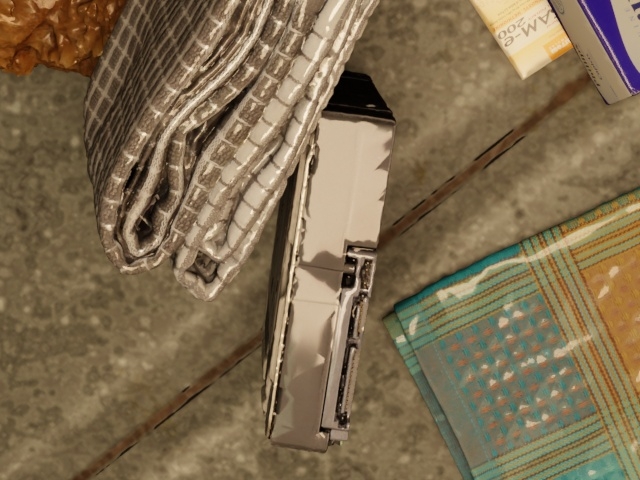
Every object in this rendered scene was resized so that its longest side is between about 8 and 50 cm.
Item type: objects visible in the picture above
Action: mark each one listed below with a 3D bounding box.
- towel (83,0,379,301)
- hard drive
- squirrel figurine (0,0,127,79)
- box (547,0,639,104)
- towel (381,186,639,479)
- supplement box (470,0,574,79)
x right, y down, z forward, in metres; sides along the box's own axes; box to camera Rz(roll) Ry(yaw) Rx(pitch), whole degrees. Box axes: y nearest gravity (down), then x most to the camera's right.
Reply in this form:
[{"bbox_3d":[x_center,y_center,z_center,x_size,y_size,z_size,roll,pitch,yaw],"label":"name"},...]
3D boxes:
[{"bbox_3d":[-0.067,-0.133,1.212,0.121,0.235,0.284,23,107,-18],"label":"towel"},{"bbox_3d":[0.000,0.000,1.345,0.064,0.339,0.237,8,101,-4],"label":"hard drive"},{"bbox_3d":[-0.149,-0.299,1.382,0.370,0.281,0.397,-7,122,-8],"label":"squirrel figurine"},{"bbox_3d":[0.260,-0.195,1.404,0.137,0.072,0.126,-31,95,-8],"label":"box"},{"bbox_3d":[0.269,0.100,1.487,0.370,0.040,0.271,-26,97,9],"label":"towel"},{"bbox_3d":[0.163,-0.188,1.451,0.062,0.036,0.098,-34,95,11],"label":"supplement box"}]
